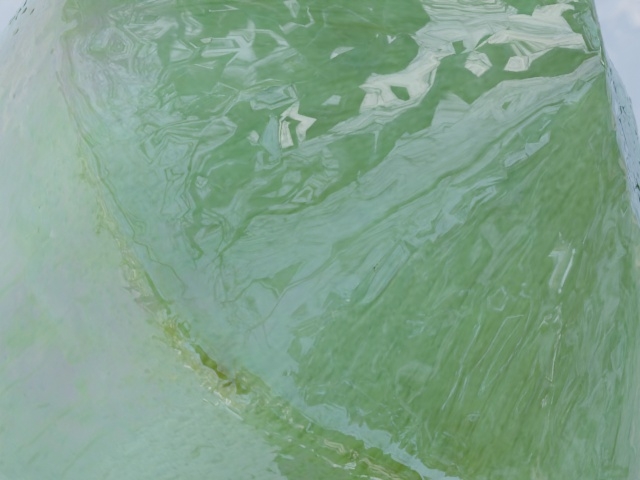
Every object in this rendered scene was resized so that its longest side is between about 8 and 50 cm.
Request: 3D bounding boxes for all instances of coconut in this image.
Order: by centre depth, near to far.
[{"bbox_3d":[0.000,0.000,0.703,0.281,0.328,0.328,-31,96,-46],"label":"coconut"}]
